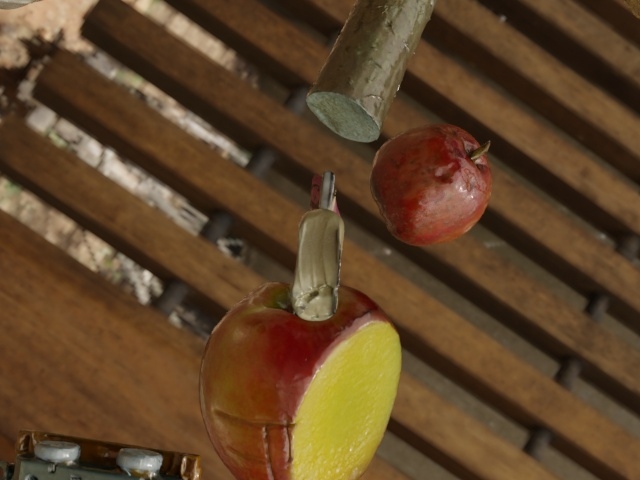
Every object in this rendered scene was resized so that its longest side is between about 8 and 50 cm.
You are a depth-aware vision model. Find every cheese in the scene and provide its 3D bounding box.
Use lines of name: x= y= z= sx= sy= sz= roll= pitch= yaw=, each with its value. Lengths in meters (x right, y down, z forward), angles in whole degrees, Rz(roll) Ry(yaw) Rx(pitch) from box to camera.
cheese: x=0.000 y=-0.003 z=1.151 sx=0.092 sy=0.048 sz=0.171 roll=96 pitch=0 yaw=-68

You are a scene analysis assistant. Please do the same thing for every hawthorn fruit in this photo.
hawthorn fruit: x=0.173 y=-0.090 z=1.656 sx=0.200 sy=0.179 sz=0.179 roll=-35 pitch=-165 yaw=29

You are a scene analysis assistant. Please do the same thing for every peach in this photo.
peach: x=-0.027 y=0.189 z=1.382 sx=0.245 sy=0.249 sz=0.274 roll=23 pitch=-65 yaw=62

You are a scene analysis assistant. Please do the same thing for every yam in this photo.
yam: x=0.069 y=-0.233 z=1.298 sx=0.259 sy=0.093 sz=0.093 roll=-65 pitch=-171 yaw=-27

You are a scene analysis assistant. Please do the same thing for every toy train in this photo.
toy train: x=-0.199 y=0.233 z=1.082 sx=0.127 sy=0.219 sz=0.089 roll=35 pitch=61 yaw=-80

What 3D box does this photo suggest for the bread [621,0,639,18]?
bread: x=0.430 y=-0.262 z=1.384 sx=0.039 sy=0.182 sz=0.251 roll=-47 pitch=-146 yaw=13

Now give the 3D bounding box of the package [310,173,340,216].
package: x=0.006 y=-0.034 z=1.391 sx=0.059 sy=0.029 sz=0.083 roll=39 pitch=-44 yaw=55

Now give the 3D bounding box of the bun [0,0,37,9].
bun: x=-0.425 y=-0.402 z=1.430 sx=0.175 sy=0.263 sz=0.263 roll=-11 pitch=-139 yaw=56
